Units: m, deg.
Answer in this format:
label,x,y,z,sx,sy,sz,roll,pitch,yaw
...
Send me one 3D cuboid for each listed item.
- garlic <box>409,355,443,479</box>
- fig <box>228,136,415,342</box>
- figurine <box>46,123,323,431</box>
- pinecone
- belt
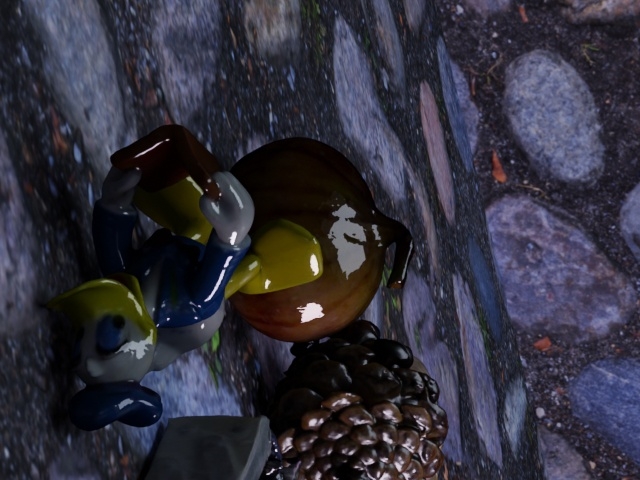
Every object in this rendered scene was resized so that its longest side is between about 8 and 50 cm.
label,x,y,z,sx,sy,sz,roll,pitch,yaw
garlic,0.080,0.266,2.268,0.245,0.160,0.245,177,-90,-85
fig,-0.017,0.000,1.971,0.235,0.214,0.235,55,7,-11
figurine,-0.128,0.039,1.545,0.283,0.204,0.338,102,9,-45
pinecone,0.043,0.216,2.028,0.272,0.224,0.224,-87,162,-64
belt,-0.094,0.261,1.648,0.230,0.126,0.140,-67,146,-62
